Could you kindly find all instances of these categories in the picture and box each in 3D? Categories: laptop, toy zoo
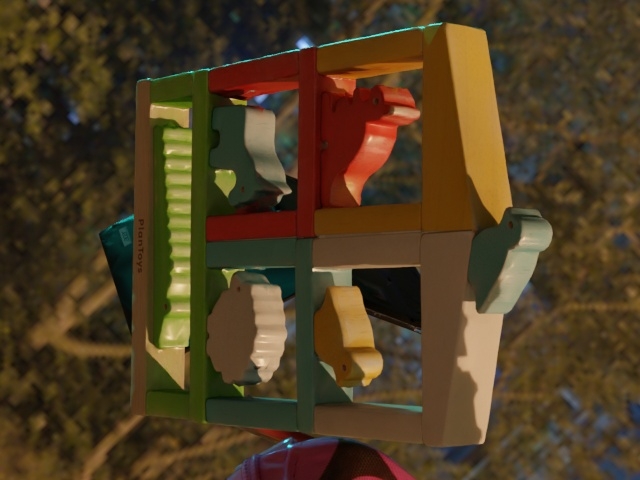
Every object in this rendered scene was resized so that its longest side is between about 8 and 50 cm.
[{"bbox_3d":[-0.041,0.042,1.462,0.264,0.136,0.234,21,23,-29],"label":"laptop"},{"bbox_3d":[0.000,0.000,0.783,0.030,0.192,0.293,3,-4,-41],"label":"toy zoo"}]

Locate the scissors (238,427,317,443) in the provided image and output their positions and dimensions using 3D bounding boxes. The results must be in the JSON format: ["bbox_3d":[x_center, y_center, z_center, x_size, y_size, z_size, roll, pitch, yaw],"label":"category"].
[{"bbox_3d":[0.014,0.209,1.552,0.297,0.021,0.109,19,-13,11],"label":"scissors"}]

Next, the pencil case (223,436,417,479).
[{"bbox_3d":[-0.006,0.144,0.423,0.098,0.095,0.209,48,24,-25],"label":"pencil case"}]
